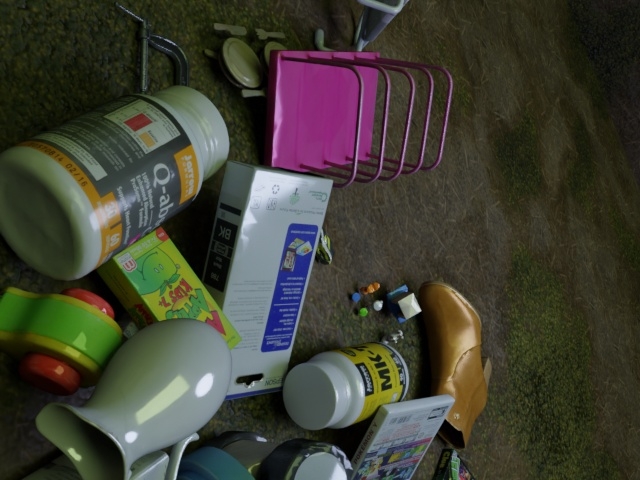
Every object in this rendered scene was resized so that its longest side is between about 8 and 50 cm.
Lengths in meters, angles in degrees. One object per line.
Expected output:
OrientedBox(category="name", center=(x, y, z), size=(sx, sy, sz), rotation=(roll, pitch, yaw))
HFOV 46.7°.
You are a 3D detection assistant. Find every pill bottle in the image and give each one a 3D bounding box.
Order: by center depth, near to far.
OrientedBox(category="pill bottle", center=(-0.244, -0.083, 0.900), size=(0.278, 0.162, 0.162), rotation=(-43, 112, -47))
OrientedBox(category="pill bottle", center=(0.042, 0.228, 1.166), size=(0.208, 0.119, 0.119), rotation=(-1, 80, -56))

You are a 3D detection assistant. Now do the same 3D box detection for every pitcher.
OrientedBox(category="pitcher", center=(-0.175, 0.192, 0.792), size=(0.207, 0.125, 0.177), rotation=(-42, 116, -54))

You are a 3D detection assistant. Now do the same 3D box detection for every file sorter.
OrientedBox(category="file sorter", center=(0.071, -0.207, 1.243), size=(0.291, 0.182, 0.202), rotation=(-17, 118, -51))

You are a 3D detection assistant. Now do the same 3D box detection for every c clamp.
OrientedBox(category="c clamp", center=(-0.240, -0.244, 1.065), size=(0.137, 0.022, 0.160), rotation=(10, 70, -54))

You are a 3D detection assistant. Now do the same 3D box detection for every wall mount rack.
OrientedBox(category="wall mount rack", center=(0.087, -0.506, 1.333), size=(0.131, 0.350, 0.304), rotation=(15, 75, -15))

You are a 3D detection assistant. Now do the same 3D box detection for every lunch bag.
OrientedBox(category="lunch bag", center=(-0.222, 0.129, 0.947), size=(0.083, 0.053, 0.071), rotation=(60, 36, -22))

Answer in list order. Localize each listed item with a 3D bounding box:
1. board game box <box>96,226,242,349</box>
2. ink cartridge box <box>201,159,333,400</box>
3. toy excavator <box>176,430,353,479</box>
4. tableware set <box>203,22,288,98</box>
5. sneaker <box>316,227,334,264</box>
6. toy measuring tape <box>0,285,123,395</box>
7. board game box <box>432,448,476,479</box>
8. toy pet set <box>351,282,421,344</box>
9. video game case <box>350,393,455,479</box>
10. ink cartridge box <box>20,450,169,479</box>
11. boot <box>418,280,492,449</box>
OrientedBox(category="board game box", center=(-0.188, 0.082, 0.933), size=(0.181, 0.043, 0.092), rotation=(55, 39, -5))
OrientedBox(category="ink cartridge box", center=(-0.090, 0.059, 1.056), size=(0.165, 0.065, 0.332), rotation=(4, 102, -50))
OrientedBox(category="toy excavator", center=(-0.150, 0.485, 0.845), size=(0.445, 0.222, 0.432), rotation=(-20, 95, -37))
OrientedBox(category="tableware set", center=(-0.104, -0.285, 1.224), size=(0.194, 0.039, 0.128), rotation=(-16, 82, -56))
OrientedBox(category="sneaker", center=(0.000, 0.000, 1.273), size=(0.035, 0.031, 0.083), rotation=(-42, 116, -62))
OrientedBox(category="toy measuring tape", center=(-0.321, 0.076, 0.798), size=(0.330, 0.121, 0.121), rotation=(44, 49, -33))
OrientedBox(category="board game box", center=(0.292, 0.545, 1.457), size=(0.259, 0.030, 0.136), rotation=(55, 46, -24))
OrientedBox(category="toy pet set", center=(0.119, 0.126, 1.369), size=(0.114, 0.065, 0.122), rotation=(-27, 99, -15))
OrientedBox(category="video game case", center=(0.126, 0.343, 1.238), size=(0.201, 0.023, 0.183), rotation=(6, 115, -50))
OrientedBox(category="ink cartridge box", center=(-0.255, 0.281, 0.812), size=(0.150, 0.109, 0.063), rotation=(-28, 120, -49))
OrientedBox(category="boot", center=(0.247, 0.245, 1.433), size=(0.295, 0.104, 0.211), rotation=(59, 42, -26))
